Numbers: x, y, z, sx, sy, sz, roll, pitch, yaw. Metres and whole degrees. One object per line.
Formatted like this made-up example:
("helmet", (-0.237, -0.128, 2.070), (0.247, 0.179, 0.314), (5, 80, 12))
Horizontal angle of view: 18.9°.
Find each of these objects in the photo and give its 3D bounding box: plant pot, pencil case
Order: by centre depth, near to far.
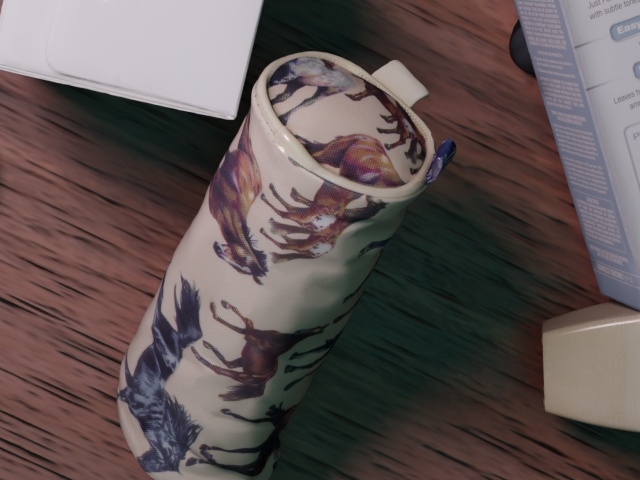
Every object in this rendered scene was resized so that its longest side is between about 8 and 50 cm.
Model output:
("pencil case", (-0.041, 0.038, 1.595), (0.160, 0.183, 0.410), (48, 132, 24))
("plant pot", (0.251, 0.114, 1.755), (0.096, 0.109, 0.109), (-3, 97, 7))

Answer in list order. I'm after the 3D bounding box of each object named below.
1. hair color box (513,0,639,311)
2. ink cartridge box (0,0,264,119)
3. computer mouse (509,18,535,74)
("hair color box", (0.298, -0.144, 1.692), (0.185, 0.113, 0.374), (-21, 105, -12))
("ink cartridge box", (-0.149, -0.220, 1.585), (0.197, 0.270, 0.198), (13, 96, -7))
("computer mouse", (0.268, -0.239, 1.742), (0.242, 0.041, 0.071), (-44, 98, 0))
